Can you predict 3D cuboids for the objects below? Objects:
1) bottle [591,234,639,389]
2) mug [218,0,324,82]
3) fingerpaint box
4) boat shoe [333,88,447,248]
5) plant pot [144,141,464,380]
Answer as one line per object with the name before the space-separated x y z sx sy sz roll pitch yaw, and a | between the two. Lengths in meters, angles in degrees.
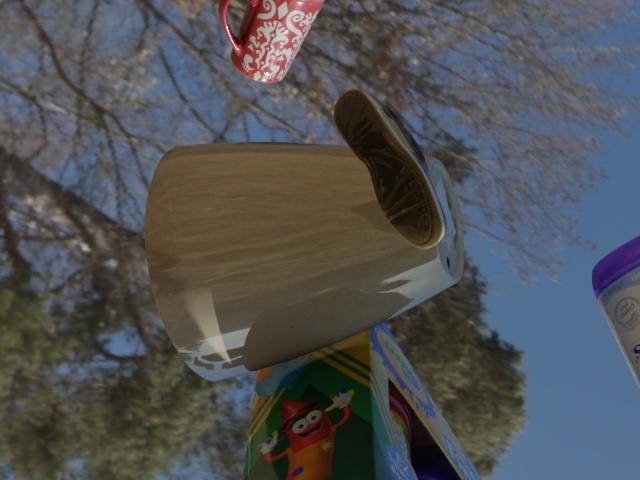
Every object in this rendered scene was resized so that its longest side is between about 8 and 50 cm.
bottle | 0.372 0.126 1.166 0.118 0.092 0.282 -34 -123 25
mug | -0.083 -0.336 1.775 0.113 0.150 0.169 -84 -164 -48
fingerpaint box | 0.099 0.347 1.284 0.163 0.444 0.371 -27 -159 13
boat shoe | 0.069 -0.064 1.001 0.056 0.049 0.152 -36 -105 37
plant pot | 0.000 0.000 1.225 0.274 0.256 0.256 -11 -111 20
